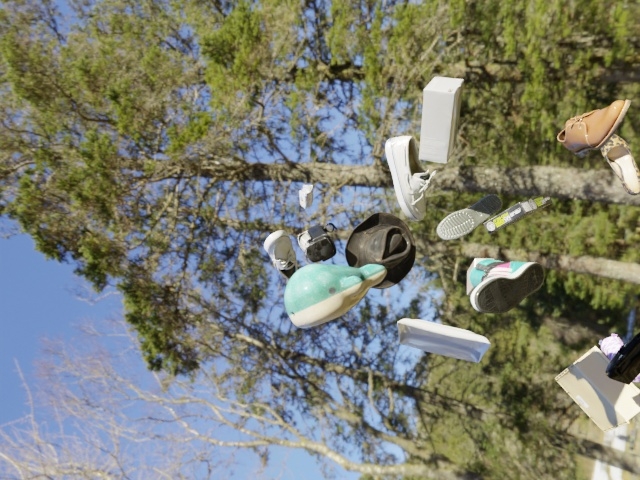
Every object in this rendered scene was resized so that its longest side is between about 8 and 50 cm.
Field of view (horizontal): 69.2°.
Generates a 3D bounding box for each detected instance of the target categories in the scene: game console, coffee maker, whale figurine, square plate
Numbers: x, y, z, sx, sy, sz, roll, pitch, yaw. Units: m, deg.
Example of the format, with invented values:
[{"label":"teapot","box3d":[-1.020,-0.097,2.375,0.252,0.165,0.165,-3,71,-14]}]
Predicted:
[{"label":"game console","box3d":[1.141,0.415,1.579,0.361,0.044,0.213,20,-69,-24]},{"label":"coffee maker","box3d":[0.000,0.000,1.885,0.120,0.178,0.171,40,-87,-20]},{"label":"whale figurine","box3d":[0.033,0.107,1.139,0.272,0.216,0.141,-25,-95,-31]},{"label":"square plate","box3d":[0.484,0.398,1.861,0.347,0.344,0.049,69,-145,-62]}]

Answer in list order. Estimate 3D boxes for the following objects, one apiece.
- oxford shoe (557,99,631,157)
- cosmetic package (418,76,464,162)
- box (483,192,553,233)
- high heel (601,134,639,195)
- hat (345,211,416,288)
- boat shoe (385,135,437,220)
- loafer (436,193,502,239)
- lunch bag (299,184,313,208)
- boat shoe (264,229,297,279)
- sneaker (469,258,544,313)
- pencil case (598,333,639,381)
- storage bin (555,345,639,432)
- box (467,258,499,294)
[{"label":"oxford shoe","box3d":[0.535,-0.225,0.923,0.076,0.076,0.212,-61,-8,-5]},{"label":"cosmetic package","box3d":[0.380,-0.380,1.466,0.127,0.107,0.238,-50,-36,-46]},{"label":"box","box3d":[0.937,-0.130,2.195,0.270,0.216,0.060,-17,-105,-38]},{"label":"high heel","box3d":[1.178,-0.302,1.804,0.261,0.093,0.186,52,-147,-14]},{"label":"hat","box3d":[0.274,0.038,1.876,0.331,0.134,0.331,2,-96,-20]},{"label":"boat shoe","box3d":[0.391,-0.249,1.862,0.136,0.156,0.367,-36,-66,-43]},{"label":"loafer","box3d":[0.538,-0.074,1.678,0.094,0.251,0.087,63,-178,15]},{"label":"lunch bag","box3d":[-0.057,-0.176,1.853,0.083,0.053,0.071,-80,-10,-56]},{"label":"boat shoe","box3d":[-0.126,0.060,1.604,0.096,0.088,0.267,-31,-26,-16]},{"label":"sneaker","box3d":[0.511,0.132,1.400,0.295,0.178,0.124,-16,-83,-30]},{"label":"pencil case","box3d":[1.135,0.436,1.729,0.206,0.086,0.088,-84,7,-69]},{"label":"storage bin","box3d":[1.096,0.593,1.824,0.123,0.262,0.260,-32,-30,-10]},{"label":"box","box3d":[0.840,0.196,2.403,0.311,0.121,0.148,59,-145,-70]}]
